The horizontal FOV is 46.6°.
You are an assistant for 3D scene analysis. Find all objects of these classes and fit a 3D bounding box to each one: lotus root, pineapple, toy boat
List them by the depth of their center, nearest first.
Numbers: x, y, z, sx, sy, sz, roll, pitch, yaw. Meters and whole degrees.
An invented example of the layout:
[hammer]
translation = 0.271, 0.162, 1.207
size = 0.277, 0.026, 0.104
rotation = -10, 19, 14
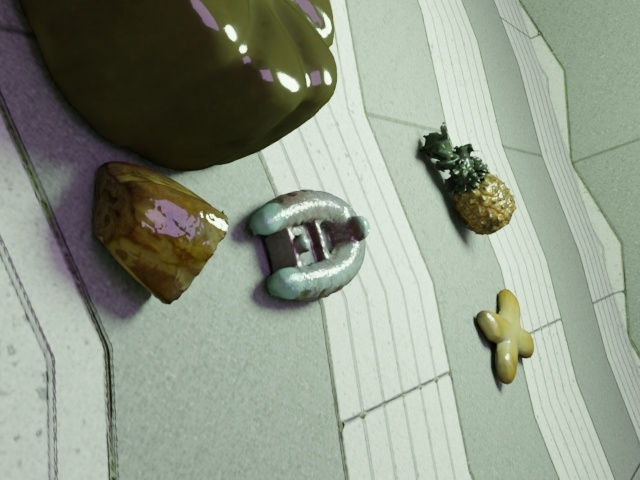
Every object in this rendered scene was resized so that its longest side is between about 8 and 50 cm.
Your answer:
[lotus root]
translation = -0.165, -0.021, 0.780
size = 0.135, 0.095, 0.159
rotation = 32, 41, -41
[toy boat]
translation = 0.000, 0.000, 1.031
size = 0.227, 0.085, 0.155
rotation = -12, 82, -59
[pineapple]
translation = 0.307, -0.129, 1.561
size = 0.248, 0.128, 0.128
rotation = 51, 36, -21

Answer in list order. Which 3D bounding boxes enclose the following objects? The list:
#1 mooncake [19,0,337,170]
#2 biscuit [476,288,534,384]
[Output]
[mooncake]
translation = -0.140, -0.276, 0.857
size = 0.378, 0.200, 0.378
rotation = 36, 44, -44
[biscuit]
translation = 0.400, 0.201, 1.585
size = 0.208, 0.047, 0.164
rotation = -21, 92, -60
